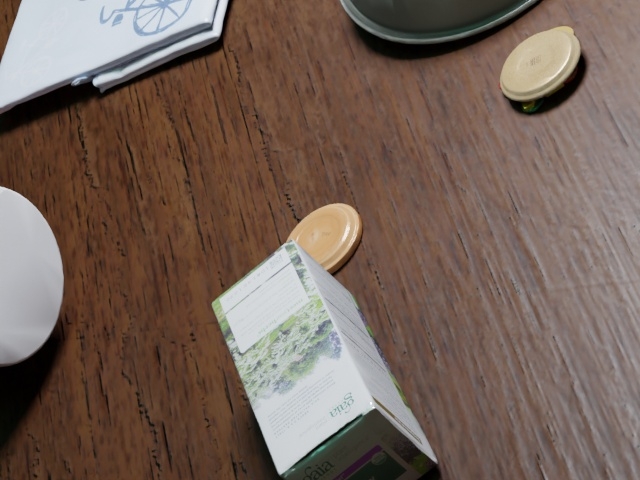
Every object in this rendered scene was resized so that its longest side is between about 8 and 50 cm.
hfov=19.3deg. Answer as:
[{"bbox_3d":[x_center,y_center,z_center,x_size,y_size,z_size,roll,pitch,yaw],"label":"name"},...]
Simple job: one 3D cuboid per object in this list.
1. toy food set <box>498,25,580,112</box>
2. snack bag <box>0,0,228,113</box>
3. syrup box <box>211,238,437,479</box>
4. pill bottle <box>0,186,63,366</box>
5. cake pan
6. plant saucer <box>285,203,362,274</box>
[{"bbox_3d":[0.194,-0.153,1.663,0.083,0.020,0.083,-34,39,13],"label":"toy food set"},{"bbox_3d":[-0.230,-0.291,2.171,0.343,0.037,0.323,-19,43,28],"label":"snack bag"},{"bbox_3d":[-0.001,0.114,1.521,0.093,0.096,0.237,-39,38,9],"label":"syrup box"},{"bbox_3d":[-0.460,0.053,1.892,0.408,0.229,0.229,-7,50,38],"label":"pill bottle"},{"bbox_3d":[0.132,-0.322,1.819,0.293,0.054,0.293,-17,51,22],"label":"cake pan"},{"bbox_3d":[0.000,0.000,1.699,0.083,0.013,0.083,-24,42,23],"label":"plant saucer"}]
